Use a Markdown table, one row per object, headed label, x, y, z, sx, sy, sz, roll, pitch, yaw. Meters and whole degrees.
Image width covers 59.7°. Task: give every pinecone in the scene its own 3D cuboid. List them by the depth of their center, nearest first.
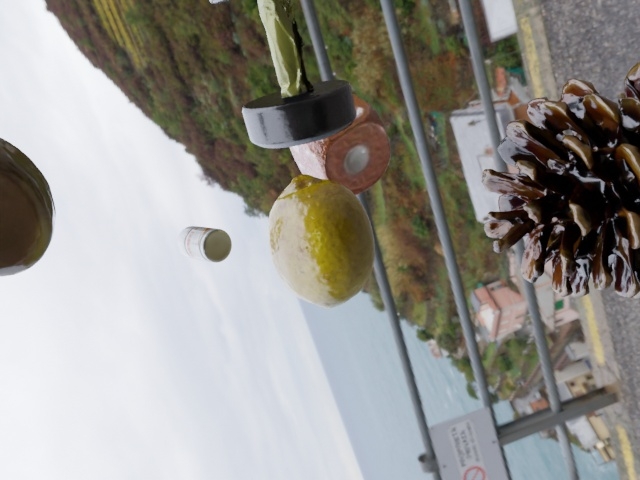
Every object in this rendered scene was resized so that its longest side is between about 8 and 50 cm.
| label | x | y | z | sx | sy | sz | roll | pitch | yaw |
| --- | --- | --- | --- | --- | --- | --- | --- | --- | --- |
| pinecone | 0.291 | -0.056 | 0.582 | 0.264 | 0.264 | 0.264 | 160 | 90 | -85 |

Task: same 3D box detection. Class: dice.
| label | x | y | z | sx | sy | sz | roll | pitch | yaw |
| --- | --- | --- | --- | --- | --- | --- | --- | --- | --- |
| dice | 0.037 | -0.211 | 1.251 | 0.179 | 0.175 | 0.173 | 41 | 161 | 44 |

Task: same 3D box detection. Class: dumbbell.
| label | x | y | z | sx | sy | sz | roll | pitch | yaw |
| --- | --- | --- | --- | --- | --- | --- | --- | --- | --- |
| dumbbell | -0.065 | -0.339 | 0.961 | 0.203 | 0.204 | 0.322 | -121 | 15 | -67 |

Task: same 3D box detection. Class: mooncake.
| label | x | y | z | sx | sy | sz | roll | pitch | yaw |
| --- | --- | --- | --- | --- | --- | --- | --- | --- | --- |
| mooncake | -0.551 | -0.061 | 0.901 | 0.117 | 0.235 | 0.234 | -120 | 11 | -55 |

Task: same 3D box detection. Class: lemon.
| label | x | y | z | sx | sy | sz | roll | pitch | yaw |
| --- | --- | --- | --- | --- | --- | --- | --- | --- | --- |
| lemon | 0.000 | 0.000 | 0.868 | 0.170 | 0.170 | 0.207 | -126 | 24 | -74 |

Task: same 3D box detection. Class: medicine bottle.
| label | x | y | z | sx | sy | sz | roll | pitch | yaw |
| --- | --- | --- | --- | --- | --- | --- | --- | --- | --- |
| medicine bottle | -0.194 | 0.006 | 0.933 | 0.089 | 0.057 | 0.057 | 8 | 123 | 48 |
